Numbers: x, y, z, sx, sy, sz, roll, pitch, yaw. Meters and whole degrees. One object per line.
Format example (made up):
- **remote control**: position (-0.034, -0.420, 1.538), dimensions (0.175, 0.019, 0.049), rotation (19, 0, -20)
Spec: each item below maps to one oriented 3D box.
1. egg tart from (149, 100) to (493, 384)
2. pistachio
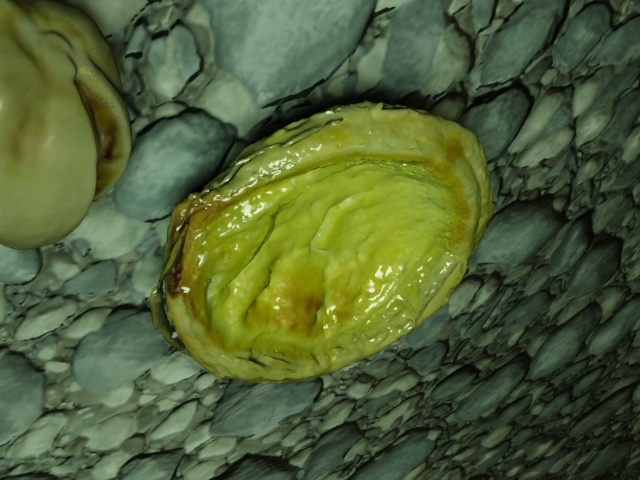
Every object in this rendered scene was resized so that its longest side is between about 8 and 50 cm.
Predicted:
- **egg tart**: position (0.000, 0.000, 0.675), dimensions (0.278, 0.095, 0.279), rotation (-19, 137, -18)
- **pistachio**: position (-0.156, -0.058, 0.471), dimensions (0.113, 0.113, 0.149), rotation (-12, 142, -32)
